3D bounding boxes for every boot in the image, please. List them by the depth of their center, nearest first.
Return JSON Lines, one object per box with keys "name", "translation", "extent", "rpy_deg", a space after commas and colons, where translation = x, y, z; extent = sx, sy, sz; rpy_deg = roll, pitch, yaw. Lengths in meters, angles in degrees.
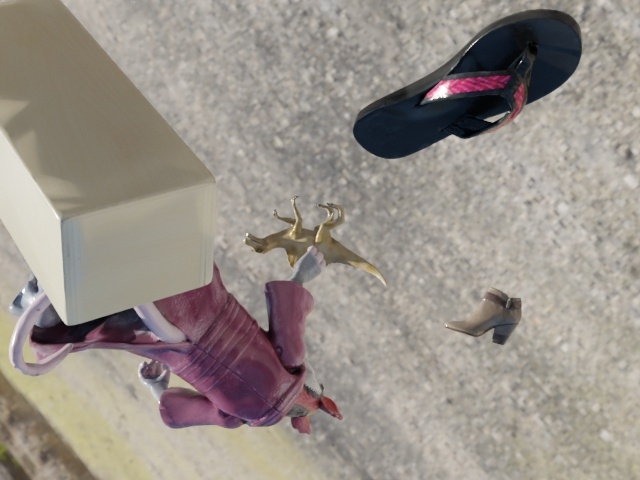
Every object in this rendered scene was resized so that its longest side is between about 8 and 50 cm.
{"name": "boot", "translation": [0.270, 0.118, 1.791], "extent": [0.118, 0.087, 0.042], "rpy_deg": [15, -177, -5]}

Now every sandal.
{"name": "sandal", "translation": [0.097, -0.091, 0.722], "extent": [0.179, 0.040, 0.067], "rpy_deg": [-28, 128, 35]}

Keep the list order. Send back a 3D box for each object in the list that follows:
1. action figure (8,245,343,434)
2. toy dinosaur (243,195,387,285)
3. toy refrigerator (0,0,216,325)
{"name": "action figure", "translation": [-0.112, 0.092, 1.147], "extent": [0.370, 0.248, 0.276], "rpy_deg": [38, -176, -16]}
{"name": "toy dinosaur", "translation": [0.000, 0.000, 1.351], "extent": [0.183, 0.092, 0.053], "rpy_deg": [13, 177, 1]}
{"name": "toy refrigerator", "translation": [-0.178, -0.064, 0.749], "extent": [0.269, 0.102, 0.094], "rpy_deg": [46, 142, 40]}
